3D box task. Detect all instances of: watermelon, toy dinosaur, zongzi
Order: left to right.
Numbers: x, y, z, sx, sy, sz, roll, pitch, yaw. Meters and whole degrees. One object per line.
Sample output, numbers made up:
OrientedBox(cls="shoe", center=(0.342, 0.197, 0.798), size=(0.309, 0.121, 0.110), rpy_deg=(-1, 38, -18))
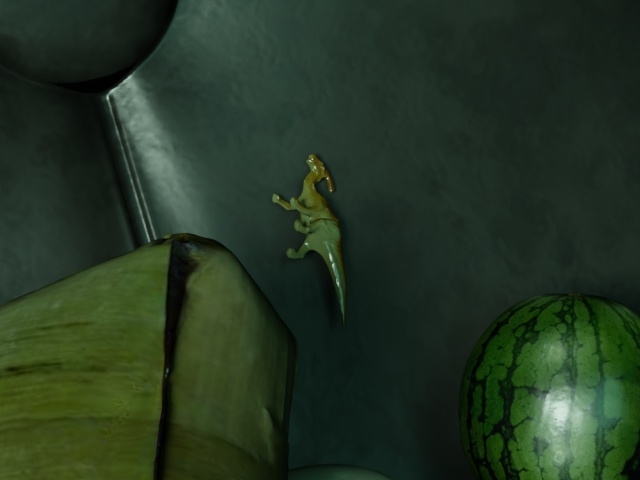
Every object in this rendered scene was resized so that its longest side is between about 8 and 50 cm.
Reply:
OrientedBox(cls="zongzi", center=(-0.200, 0.189, 0.830), size=(0.393, 0.174, 0.356), rpy_deg=(-12, 44, 10))
OrientedBox(cls="toy dinosaur", center=(-0.003, -0.001, 1.126), size=(0.041, 0.026, 0.113), rpy_deg=(3, 71, -35))
OrientedBox(cls="watermelon", center=(0.157, 0.126, 1.100), size=(0.141, 0.141, 0.187), rpy_deg=(-1, 86, -18))

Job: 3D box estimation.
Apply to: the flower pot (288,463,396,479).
OrientedBox(cls="flower pot", center=(0.016, 0.246, 0.986), size=(0.195, 0.246, 0.246), rpy_deg=(-9, 84, -29))
